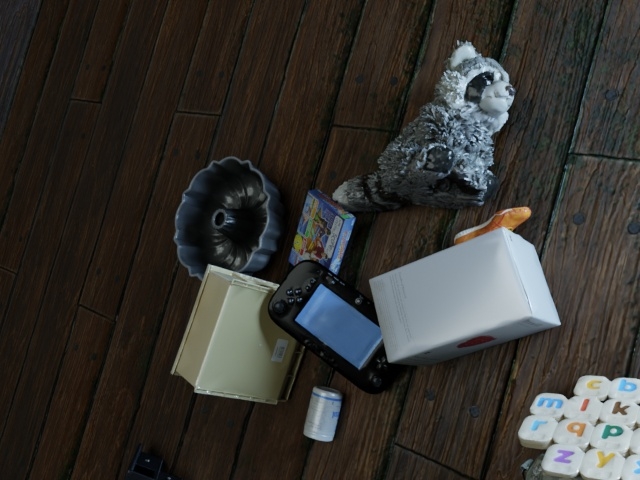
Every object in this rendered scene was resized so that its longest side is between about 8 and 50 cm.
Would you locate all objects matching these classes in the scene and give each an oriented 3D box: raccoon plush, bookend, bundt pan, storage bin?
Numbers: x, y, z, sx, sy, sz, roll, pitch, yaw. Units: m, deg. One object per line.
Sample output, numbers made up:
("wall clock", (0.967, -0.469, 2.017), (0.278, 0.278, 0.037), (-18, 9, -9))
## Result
("raccoon plush", (0.205, -0.239, 1.391), (0.446, 0.216, 0.299), (-1, 70, 35))
("bookend", (-0.425, 0.617, 1.686), (0.157, 0.156, 0.072), (24, 94, -7))
("bundt pan", (-0.222, -0.042, 1.682), (0.331, 0.124, 0.331), (-10, 72, 33))
("storage bin", (-0.165, 0.222, 1.501), (0.123, 0.260, 0.262), (18, 89, 54))

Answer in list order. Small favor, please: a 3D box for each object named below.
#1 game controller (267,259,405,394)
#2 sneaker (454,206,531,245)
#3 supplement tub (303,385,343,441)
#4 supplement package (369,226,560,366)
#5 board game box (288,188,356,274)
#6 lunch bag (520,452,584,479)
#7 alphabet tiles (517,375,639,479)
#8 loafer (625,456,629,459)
("game controller", (0.044, 0.184, 1.404), (0.319, 0.067, 0.166), (36, 103, 7))
("sneaker", (0.352, -0.012, 1.311), (0.175, 0.064, 0.067), (-36, 57, 36))
("supplement tub", (0.006, 0.385, 1.450), (0.071, 0.071, 0.107), (10, 86, 36))
("supplement package", (0.275, 0.120, 1.257), (0.293, 0.177, 0.175), (-25, 65, 29))
("board game box", (0.000, 0.000, 1.522), (0.136, 0.035, 0.201), (41, 127, 35))
("lunch bag", (0.468, 0.460, 0.977), (0.305, 0.212, 0.256), (-5, 97, 35))
("alphabet tiles", (0.472, 0.300, 1.038), (0.284, 0.278, 0.021), (-4, 109, 35))
("loafer", (0.561, 0.363, 1.052), (0.268, 0.102, 0.092), (-11, 39, 40))
